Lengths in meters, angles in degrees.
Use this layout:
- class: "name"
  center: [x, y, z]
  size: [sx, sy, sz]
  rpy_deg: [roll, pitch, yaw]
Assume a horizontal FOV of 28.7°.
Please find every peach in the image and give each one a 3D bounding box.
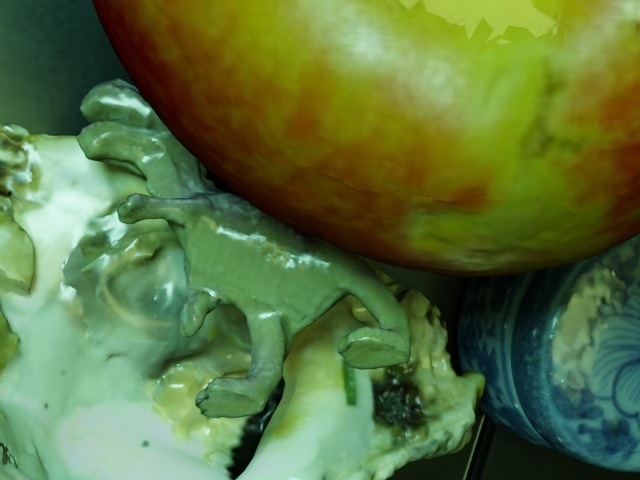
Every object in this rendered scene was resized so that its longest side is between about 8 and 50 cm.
- class: "peach"
  center: [0.074, -0.172, 0.556]
  size: [0.388, 0.388, 0.388]
  rpy_deg: [-2, 95, -22]

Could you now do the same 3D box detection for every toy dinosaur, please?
- class: "toy dinosaur"
  center: [0.000, -0.003, 0.643]
  size: [0.251, 0.200, 0.072]
  rpy_deg: [4, 136, -15]

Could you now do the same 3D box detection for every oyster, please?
- class: "oyster"
  center: [-0.076, 0.071, 0.659]
  size: [0.354, 0.107, 0.201]
  rpy_deg: [20, 55, -17]

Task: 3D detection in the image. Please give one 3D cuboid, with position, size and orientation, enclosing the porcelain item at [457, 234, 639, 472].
- class: "porcelain item"
  center: [0.168, 0.059, 0.744]
  size: [0.147, 0.114, 0.147]
  rpy_deg: [-2, 94, -23]
